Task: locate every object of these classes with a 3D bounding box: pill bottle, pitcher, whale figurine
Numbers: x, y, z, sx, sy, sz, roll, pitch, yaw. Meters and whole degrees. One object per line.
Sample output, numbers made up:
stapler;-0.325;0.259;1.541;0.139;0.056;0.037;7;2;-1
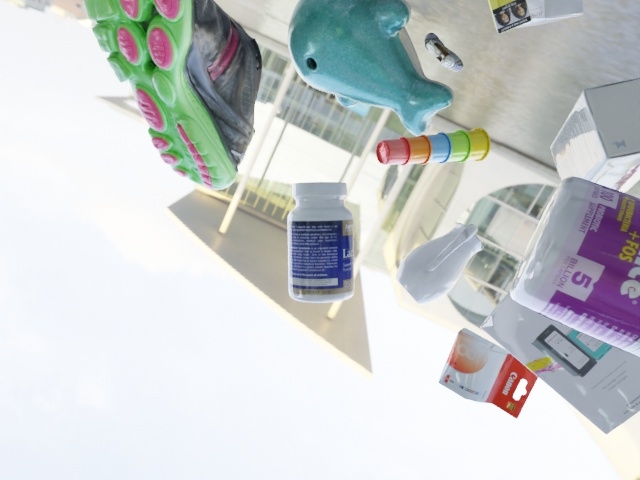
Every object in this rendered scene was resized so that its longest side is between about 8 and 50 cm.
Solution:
pill bottle;0.000;0.000;1.166;0.153;0.264;0.153;-1;-175;0
pitcher;0.270;0.045;1.150;0.125;0.207;0.178;49;-176;18
pill bottle;0.390;0.055;0.570;0.302;0.169;0.169;24;-166;17
whale figurine;0.064;-0.261;0.761;0.272;0.216;0.141;45;-120;1

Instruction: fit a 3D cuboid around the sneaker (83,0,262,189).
sneaker;-0.204;-0.298;0.791;0.185;0.482;0.202;20;-124;15

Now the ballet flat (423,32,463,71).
ballet flat;0.278;-0.423;1.163;0.114;0.041;0.041;43;-166;-7

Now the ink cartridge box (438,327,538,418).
ink cartridge box;0.359;0.294;1.100;0.179;0.145;0.045;29;-151;30

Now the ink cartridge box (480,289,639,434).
ink cartridge box;0.481;0.149;0.917;0.270;0.197;0.198;42;-142;21

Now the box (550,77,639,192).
box;0.569;-0.190;1.012;0.127;0.148;0.232;-11;162;6

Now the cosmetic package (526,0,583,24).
cosmetic package;0.657;-0.843;1.524;0.155;0.365;0.197;-13;-165;-18

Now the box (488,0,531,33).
box;0.443;-0.637;1.244;0.232;0.087;0.058;65;-158;-23

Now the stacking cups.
stacking cups;0.300;-0.238;1.347;0.316;0.096;0.096;-12;-148;-24
